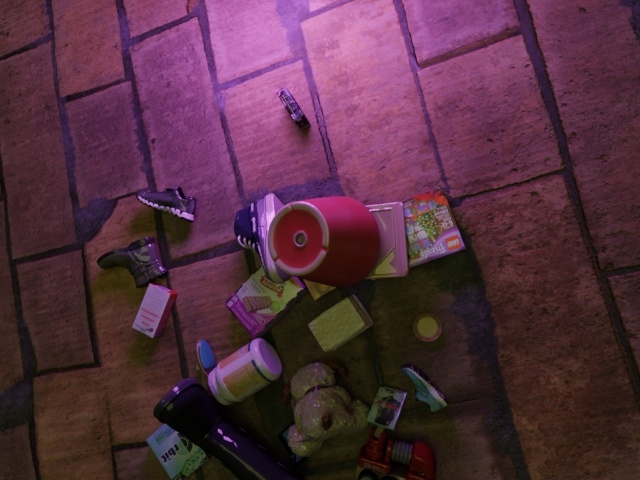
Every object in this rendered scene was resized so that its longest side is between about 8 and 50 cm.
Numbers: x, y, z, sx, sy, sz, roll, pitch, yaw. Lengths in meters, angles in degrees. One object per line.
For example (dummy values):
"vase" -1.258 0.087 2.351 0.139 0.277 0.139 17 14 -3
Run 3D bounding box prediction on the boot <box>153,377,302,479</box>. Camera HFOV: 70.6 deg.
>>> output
"boot" -0.253 0.614 1.310 0.445 0.367 0.146 37 69 18

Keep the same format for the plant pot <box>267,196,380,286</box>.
"plant pot" 0.000 0.000 1.261 0.275 0.243 0.274 -2 87 30

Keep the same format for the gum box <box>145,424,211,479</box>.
"gum box" -0.474 0.694 1.516 0.157 0.041 0.184 -42 77 8

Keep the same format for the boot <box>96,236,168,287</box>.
"boot" -0.671 0.100 1.603 0.247 0.083 0.161 -21 86 14

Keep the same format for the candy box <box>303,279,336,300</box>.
"candy box" -0.013 0.083 1.441 0.109 0.053 0.186 -31 80 10

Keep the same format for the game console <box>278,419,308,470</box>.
"game console" -0.069 0.624 1.402 0.122 0.107 0.071 -44 105 8

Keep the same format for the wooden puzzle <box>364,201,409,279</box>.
"wooden puzzle" 0.143 0.006 1.355 0.239 0.044 0.220 -6 84 23

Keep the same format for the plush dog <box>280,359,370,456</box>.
"plush dog" -0.009 0.471 1.338 0.262 0.210 0.225 -23 49 -6

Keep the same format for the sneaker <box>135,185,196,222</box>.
"sneaker" -0.534 -0.147 1.589 0.234 0.078 0.106 20 88 12

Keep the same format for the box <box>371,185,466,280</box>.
"box" 0.263 -0.018 1.373 0.293 0.057 0.200 -21 80 13

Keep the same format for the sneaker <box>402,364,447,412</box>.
"sneaker" 0.294 0.437 1.325 0.073 0.063 0.162 -45 76 11

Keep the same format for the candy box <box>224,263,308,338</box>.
"candy box" -0.174 0.181 1.465 0.233 0.071 0.159 -46 75 6

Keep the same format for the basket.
"basket" 0.059 0.256 1.380 0.167 0.103 0.113 -36 76 10

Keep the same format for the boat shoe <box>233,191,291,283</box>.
"boat shoe" -0.185 0.010 1.413 0.158 0.127 0.340 -22 45 17

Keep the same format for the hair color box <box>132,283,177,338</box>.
"hair color box" -0.577 0.244 1.576 0.093 0.053 0.167 23 90 14

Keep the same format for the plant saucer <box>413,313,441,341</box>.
"plant saucer" 0.321 0.260 1.356 0.083 0.015 0.083 -1 86 15

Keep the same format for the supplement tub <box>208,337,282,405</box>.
"supplement tub" -0.237 0.415 1.423 0.200 0.144 0.144 -34 78 10

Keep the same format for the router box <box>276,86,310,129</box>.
"router box" -0.088 -0.432 1.484 0.038 0.092 0.122 -33 77 10

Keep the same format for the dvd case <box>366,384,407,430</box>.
"dvd case" 0.195 0.487 1.320 0.087 0.013 0.119 8 44 30

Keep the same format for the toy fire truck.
"toy fire truck" 0.230 0.590 1.299 0.217 0.158 0.246 10 98 16

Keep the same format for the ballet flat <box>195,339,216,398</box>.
"ballet flat" -0.378 0.434 1.501 0.067 0.073 0.206 -32 74 25
